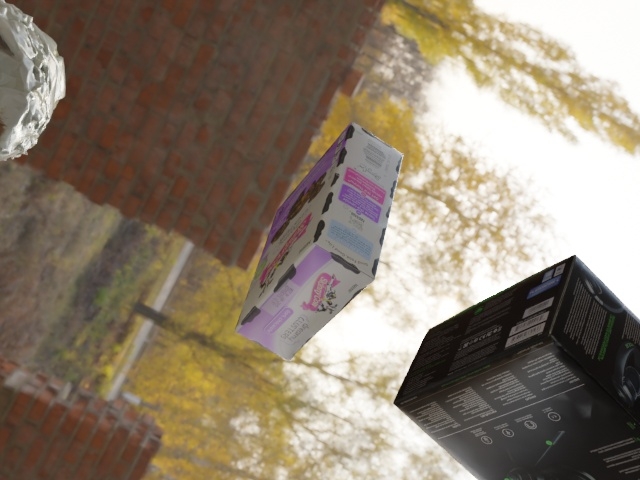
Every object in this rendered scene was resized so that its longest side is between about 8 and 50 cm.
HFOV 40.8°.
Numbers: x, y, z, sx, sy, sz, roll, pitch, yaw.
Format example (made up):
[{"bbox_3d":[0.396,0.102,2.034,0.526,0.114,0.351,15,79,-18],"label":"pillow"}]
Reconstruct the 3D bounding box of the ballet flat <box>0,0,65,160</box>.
[{"bbox_3d":[-0.301,-0.152,0.739,0.409,0.147,0.147,19,-100,47],"label":"ballet flat"}]

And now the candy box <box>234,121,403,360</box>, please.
[{"bbox_3d":[0.000,0.000,0.888,0.165,0.070,0.196,-47,-162,40],"label":"candy box"}]

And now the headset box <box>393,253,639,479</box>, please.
[{"bbox_3d":[0.274,0.193,0.963,0.246,0.283,0.131,-37,-166,46],"label":"headset box"}]
